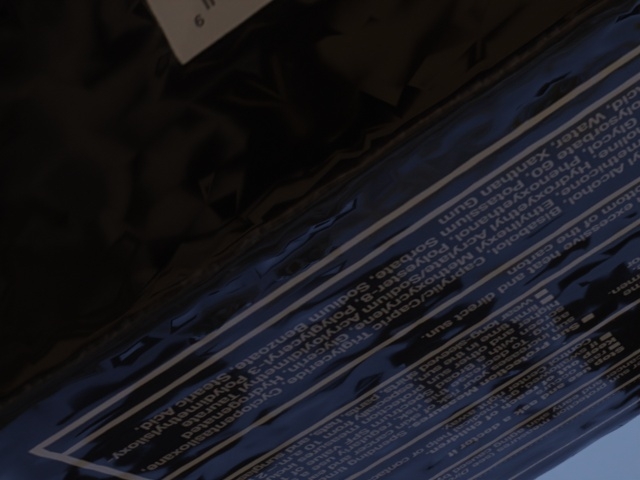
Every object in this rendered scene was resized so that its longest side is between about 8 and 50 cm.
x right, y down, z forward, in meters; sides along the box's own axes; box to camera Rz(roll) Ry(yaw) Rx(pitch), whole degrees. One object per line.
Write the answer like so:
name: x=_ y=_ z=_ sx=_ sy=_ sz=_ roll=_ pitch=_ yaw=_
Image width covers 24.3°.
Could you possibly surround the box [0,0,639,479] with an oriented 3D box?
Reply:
box: x=0.042 y=-0.049 z=0.483 sx=0.182 sy=0.296 sz=0.294 roll=62 pitch=-168 yaw=28
